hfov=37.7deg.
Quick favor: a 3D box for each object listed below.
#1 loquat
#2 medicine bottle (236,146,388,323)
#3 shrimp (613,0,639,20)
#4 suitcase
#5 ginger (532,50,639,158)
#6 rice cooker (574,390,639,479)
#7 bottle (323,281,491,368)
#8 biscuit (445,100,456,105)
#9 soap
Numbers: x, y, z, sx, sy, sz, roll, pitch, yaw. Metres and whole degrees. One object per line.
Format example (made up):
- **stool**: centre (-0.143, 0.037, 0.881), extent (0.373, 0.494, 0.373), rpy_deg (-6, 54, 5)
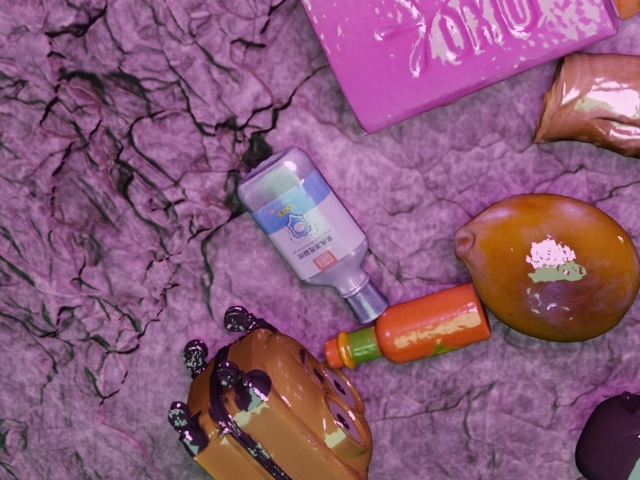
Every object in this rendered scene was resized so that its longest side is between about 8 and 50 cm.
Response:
- **loquat**: centre (0.231, 0.025, 0.962), extent (0.195, 0.152, 0.152), rpy_deg (17, 114, -11)
- **medicine bottle**: centre (0.000, 0.000, 1.020), extent (0.090, 0.053, 0.208), rpy_deg (-32, 107, 15)
- **shrimp**: centre (0.297, -0.267, 0.881), extent (0.217, 0.051, 0.115), rpy_deg (-11, 118, 9)
- **suitcase**: centre (-0.044, 0.200, 1.036), extent (0.143, 0.194, 0.235), rpy_deg (-40, 105, 9)
- **ginger**: centre (0.342, -0.123, 0.902), extent (0.263, 0.116, 0.109), rpy_deg (5, 103, 9)
- **rice cooker**: centre (0.390, 0.242, 1.042), extent (0.203, 0.142, 0.118), rpy_deg (10, 102, -3)
- **bottle**: centre (0.095, 0.103, 1.050), extent (0.187, 0.069, 0.069), rpy_deg (-17, 110, 14)
- **biscuit**: centre (0.128, -0.182, 0.951), extent (0.091, 0.015, 0.078), rpy_deg (-40, 102, 19)
- **soap**: centre (0.125, -0.228, 0.869), extent (0.259, 0.081, 0.181), rpy_deg (-18, 107, 25)
